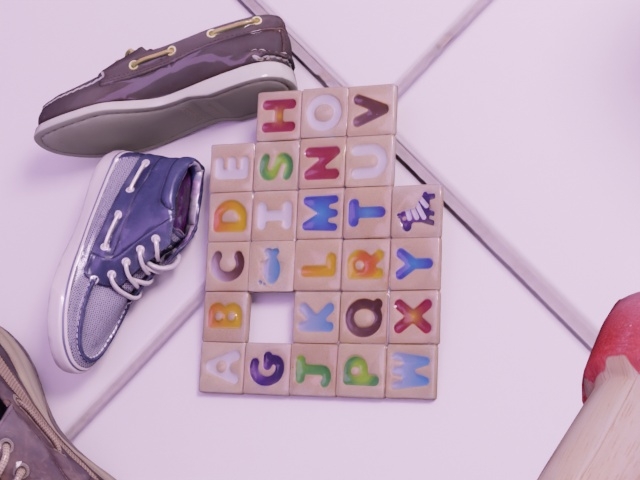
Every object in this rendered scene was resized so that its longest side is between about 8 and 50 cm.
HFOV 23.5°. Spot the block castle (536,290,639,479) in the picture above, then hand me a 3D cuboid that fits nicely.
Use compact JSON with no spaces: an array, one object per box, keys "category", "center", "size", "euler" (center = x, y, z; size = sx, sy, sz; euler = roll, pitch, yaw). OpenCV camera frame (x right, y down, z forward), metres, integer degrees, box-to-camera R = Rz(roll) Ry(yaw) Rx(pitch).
[{"category":"block castle","center":[0.335,0.217,0.770],"size":[0.453,0.303,0.213],"euler":[17,47,27]}]

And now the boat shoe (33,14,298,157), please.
[{"category":"boat shoe","center":[-0.129,-0.125,1.258],"size":[0.228,0.081,0.068],"euler":[-13,67,15]}]

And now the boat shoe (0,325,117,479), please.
[{"category":"boat shoe","center":[-0.247,0.191,1.179],"size":[0.132,0.130,0.355],"euler":[-47,59,6]}]

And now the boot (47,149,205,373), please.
[{"category":"boot","center":[-0.153,0.016,1.225],"size":[0.086,0.069,0.190],"euler":[3,73,30]}]

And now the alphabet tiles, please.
[{"category":"alphabet tiles","center":[0.000,0.000,1.170],"size":[0.198,0.009,0.237],"euler":[-1,82,26]}]
